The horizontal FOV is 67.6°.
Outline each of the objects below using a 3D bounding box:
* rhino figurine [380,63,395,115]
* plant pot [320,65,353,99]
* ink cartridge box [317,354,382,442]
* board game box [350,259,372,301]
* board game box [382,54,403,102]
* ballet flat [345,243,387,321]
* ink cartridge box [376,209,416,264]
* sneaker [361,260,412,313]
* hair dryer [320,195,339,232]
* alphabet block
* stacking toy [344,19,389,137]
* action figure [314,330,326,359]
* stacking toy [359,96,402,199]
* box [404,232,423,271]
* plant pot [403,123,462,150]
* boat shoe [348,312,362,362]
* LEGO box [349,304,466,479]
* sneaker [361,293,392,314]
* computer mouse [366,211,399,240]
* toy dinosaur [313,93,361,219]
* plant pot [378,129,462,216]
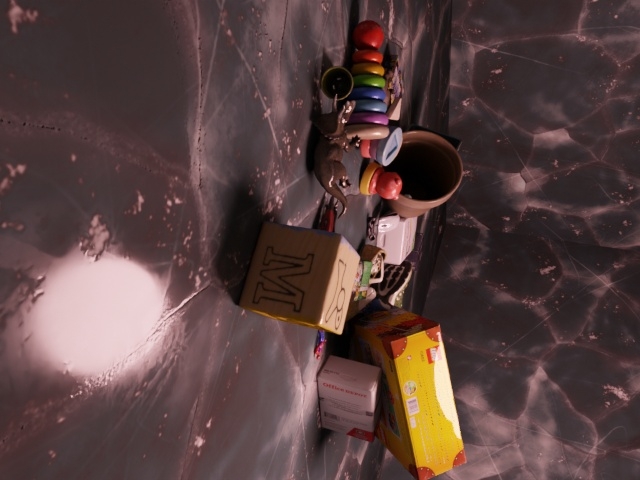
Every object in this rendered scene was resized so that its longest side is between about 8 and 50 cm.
[{"bbox_3d":[0.210,-0.484,1.648,0.243,0.073,0.106,61,48,-63],"label":"rhino figurine"},{"bbox_3d":[0.049,-0.411,1.261,0.079,0.084,0.083,-50,146,-73],"label":"plant pot"},{"bbox_3d":[0.105,0.548,1.662,0.114,0.197,0.272,-55,149,-50],"label":"ink cartridge box"},{"bbox_3d":[0.117,0.128,1.548,0.260,0.031,0.136,14,86,-70],"label":"board game box"},{"bbox_3d":[0.260,-0.574,1.773,0.170,0.048,0.140,56,50,-62],"label":"board game box"},{"bbox_3d":[0.163,0.157,1.756,0.123,0.123,0.348,76,31,-47],"label":"ballet flat"},{"bbox_3d":[0.345,-0.029,2.147,0.278,0.117,0.201,-32,129,-63],"label":"ink cartridge box"},{"bbox_3d":[0.299,0.272,2.092,0.410,0.158,0.182,-61,142,-25],"label":"sneaker"},{"bbox_3d":[0.000,0.000,1.352,0.293,0.080,0.223,-42,124,-69],"label":"hair dryer"},{"bbox_3d":[-0.039,0.088,1.079,0.192,0.194,0.196,44,58,-64],"label":"alphabet block"},{"bbox_3d":[0.132,-0.468,1.401,0.141,0.141,0.329,-18,109,-67],"label":"stacking toy"},{"bbox_3d":[0.002,0.325,1.534,0.038,0.030,0.115,22,80,-74],"label":"action figure"},{"bbox_3d":[0.256,-0.311,1.656,0.279,0.131,0.308,-53,156,-27],"label":"stacking toy"},{"bbox_3d":[0.514,0.060,2.671,0.156,0.093,0.158,-60,153,-42],"label":"box"},{"bbox_3d":[0.462,-0.342,2.157,0.248,0.247,0.252,-52,159,-52],"label":"plant pot"},{"bbox_3d":[0.158,0.399,1.916,0.084,0.095,0.257,-178,-74,-80],"label":"boat shoe"},{"bbox_3d":[0.299,0.522,1.723,0.372,0.193,0.499,-169,-114,-72],"label":"LEGO box"},{"bbox_3d":[0.192,0.245,1.790,0.080,0.211,0.081,39,72,-20],"label":"sneaker"},{"bbox_3d":[0.261,-0.066,1.916,0.193,0.042,0.105,-20,122,-36],"label":"computer mouse"},{"bbox_3d":[0.027,-0.217,1.272,0.160,0.121,0.313,-5,109,-57],"label":"toy dinosaur"},{"bbox_3d":[0.378,-0.231,1.937,0.280,0.324,0.322,93,15,-66],"label":"plant pot"}]
